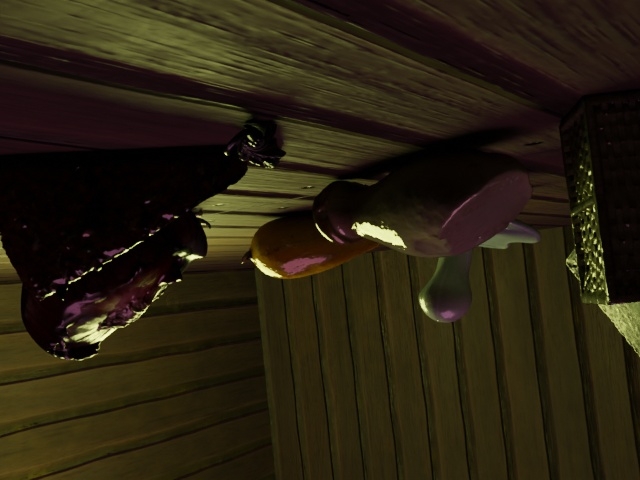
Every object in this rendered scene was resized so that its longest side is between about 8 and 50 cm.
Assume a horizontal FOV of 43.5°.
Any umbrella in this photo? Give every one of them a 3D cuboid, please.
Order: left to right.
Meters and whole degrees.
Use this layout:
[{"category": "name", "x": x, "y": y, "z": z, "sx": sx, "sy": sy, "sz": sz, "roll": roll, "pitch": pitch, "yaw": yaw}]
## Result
[{"category": "umbrella", "x": -0.047, "y": -0.086, "z": 0.747, "sx": 0.044, "sy": 0.044, "sz": 0.269, "roll": -44, "pitch": 179, "yaw": 6}]

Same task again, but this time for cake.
[{"category": "cake", "x": -0.205, "y": -0.061, "z": 0.788, "sx": 0.246, "sy": 0.135, "sz": 0.112, "roll": -35, "pitch": -165, "yaw": -10}]

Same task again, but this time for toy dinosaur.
[{"category": "toy dinosaur", "x": -0.214, "y": -0.028, "z": 1.285, "sx": 0.058, "sy": 0.037, "sz": 0.180, "roll": -9, "pitch": 180, "yaw": -45}]

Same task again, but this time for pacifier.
[{"category": "pacifier", "x": 0.201, "y": 0.014, "z": 1.248, "sx": 0.238, "sy": 0.226, "sz": 0.287, "roll": 14, "pitch": 171, "yaw": -11}]

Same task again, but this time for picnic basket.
[{"category": "picnic basket", "x": 0.328, "y": -0.041, "z": 0.770, "sx": 0.154, "sy": 0.196, "sz": 0.134, "roll": -6, "pitch": 174, "yaw": 7}]

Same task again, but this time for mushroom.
[{"category": "mushroom", "x": 0.119, "y": -0.043, "z": 0.990, "sx": 0.128, "sy": 0.128, "sz": 0.350, "roll": -3, "pitch": 180, "yaw": -36}]

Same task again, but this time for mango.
[{"category": "mango", "x": 0.000, "y": 0.000, "z": 1.542, "sx": 0.316, "sy": 0.119, "sz": 0.176, "roll": -14, "pitch": 177, "yaw": -20}]

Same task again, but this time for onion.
[{"category": "onion", "x": -0.294, "y": 0.022, "z": 1.086, "sx": 0.272, "sy": 0.195, "sz": 0.272, "roll": -42, "pitch": 174, "yaw": -6}]

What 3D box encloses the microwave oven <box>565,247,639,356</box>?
[{"category": "microwave oven", "x": 0.741, "y": 0.102, "z": 1.475, "sx": 0.374, "sy": 0.432, "sz": 0.236, "roll": -4, "pitch": 138, "yaw": -30}]
